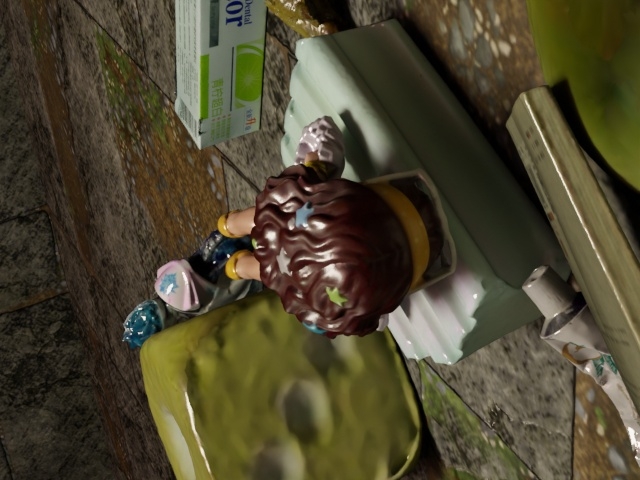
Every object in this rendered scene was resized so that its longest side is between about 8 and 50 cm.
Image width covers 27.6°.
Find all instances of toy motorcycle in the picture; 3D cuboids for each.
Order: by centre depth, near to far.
[{"bbox_3d":[-0.171,0.089,1.671,0.108,0.204,0.239,35,145,40],"label":"toy motorcycle"}]

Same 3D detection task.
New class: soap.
[{"bbox_3d":[0.075,-0.034,1.063,0.289,0.095,0.173,58,156,28],"label":"soap"}]

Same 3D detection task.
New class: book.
[{"bbox_3d":[0.178,0.046,0.771,0.282,0.025,0.215,65,-175,1],"label":"book"}]

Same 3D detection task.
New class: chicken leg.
[{"bbox_3d":[-0.012,-0.217,1.171,0.178,0.070,0.093,60,153,5],"label":"chicken leg"}]

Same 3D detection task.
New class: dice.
[{"bbox_3d":[-0.046,0.175,1.383,0.238,0.233,0.227,69,162,3],"label":"dice"}]

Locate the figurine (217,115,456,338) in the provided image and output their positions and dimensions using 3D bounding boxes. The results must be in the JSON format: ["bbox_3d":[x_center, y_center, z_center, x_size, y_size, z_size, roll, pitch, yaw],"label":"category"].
[{"bbox_3d":[0.000,0.000,0.982,0.240,0.116,0.174,7,114,67],"label":"figurine"}]

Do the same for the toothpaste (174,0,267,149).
[{"bbox_3d":[-0.106,-0.236,1.363,0.067,0.081,0.336,57,157,30],"label":"toothpaste"}]

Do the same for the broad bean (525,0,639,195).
[{"bbox_3d":[0.191,-0.129,0.630,0.238,0.119,0.291,67,161,8],"label":"broad bean"}]

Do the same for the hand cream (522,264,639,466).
[{"bbox_3d":[0.220,0.129,0.912,0.257,0.050,0.084,59,160,5],"label":"hand cream"}]
